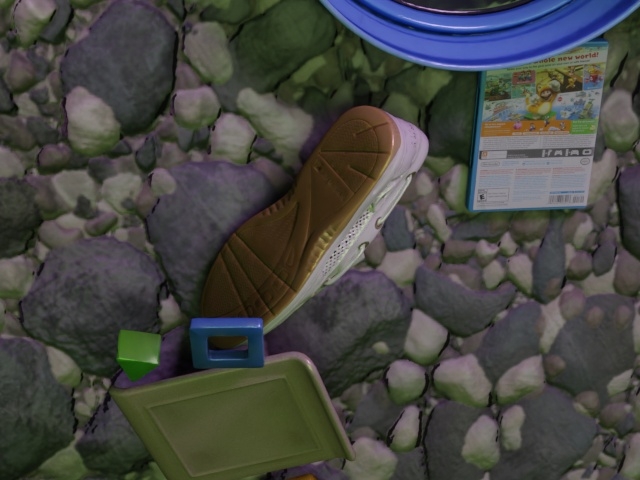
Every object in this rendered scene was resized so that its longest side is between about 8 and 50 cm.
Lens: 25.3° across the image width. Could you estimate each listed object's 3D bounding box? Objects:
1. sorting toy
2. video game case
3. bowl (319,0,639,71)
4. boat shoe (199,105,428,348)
[{"bbox_3d":[-0.079,0.164,1.343,0.196,0.047,0.347,-10,140,10],"label":"sorting toy"},{"bbox_3d":[0.200,-0.106,1.325,0.119,0.015,0.166,-2,116,-11],"label":"video game case"},{"bbox_3d":[0.140,-0.336,1.168,0.391,0.077,0.391,-5,116,-10],"label":"bowl"},{"bbox_3d":[0.000,0.000,1.289,0.277,0.098,0.096,-47,148,24],"label":"boat shoe"}]
